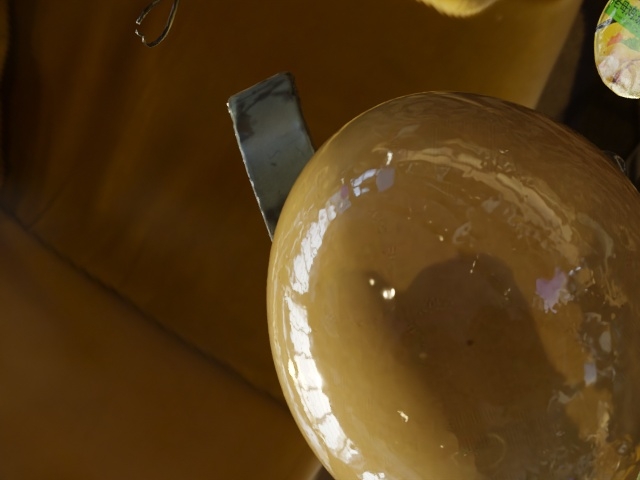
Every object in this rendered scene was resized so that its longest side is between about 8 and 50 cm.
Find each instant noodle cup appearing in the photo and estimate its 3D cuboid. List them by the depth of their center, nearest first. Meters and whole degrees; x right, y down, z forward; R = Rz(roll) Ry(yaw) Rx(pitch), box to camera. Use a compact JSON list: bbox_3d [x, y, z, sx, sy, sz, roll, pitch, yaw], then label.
[{"bbox_3d":[0.382,-0.207,1.469,0.122,0.151,0.151,14,137,-31],"label":"instant noodle cup"}]

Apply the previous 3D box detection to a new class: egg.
[{"bbox_3d":[0.113,0.058,1.026,0.301,0.301,0.374,2,134,27],"label":"egg"}]

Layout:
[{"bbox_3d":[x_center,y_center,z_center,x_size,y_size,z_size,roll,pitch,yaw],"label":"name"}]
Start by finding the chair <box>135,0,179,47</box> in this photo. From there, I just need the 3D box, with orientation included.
[{"bbox_3d":[-0.242,-0.360,1.449,0.170,0.160,0.326,16,156,18],"label":"chair"}]

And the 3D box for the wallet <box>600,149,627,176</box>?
[{"bbox_3d":[0.204,0.027,1.202,0.149,0.044,0.250,13,117,44],"label":"wallet"}]

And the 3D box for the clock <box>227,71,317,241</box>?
[{"bbox_3d":[0.000,0.000,1.330,0.067,0.325,0.325,-21,109,2],"label":"clock"}]

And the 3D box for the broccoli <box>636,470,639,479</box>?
[{"bbox_3d":[0.256,0.213,0.651,0.348,0.281,0.293,47,170,-7],"label":"broccoli"}]
